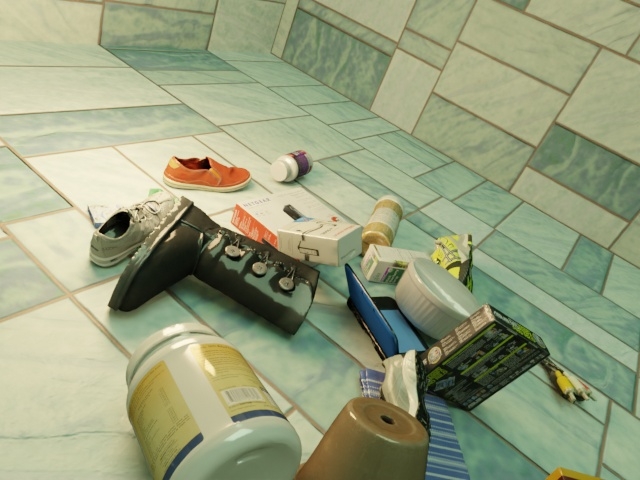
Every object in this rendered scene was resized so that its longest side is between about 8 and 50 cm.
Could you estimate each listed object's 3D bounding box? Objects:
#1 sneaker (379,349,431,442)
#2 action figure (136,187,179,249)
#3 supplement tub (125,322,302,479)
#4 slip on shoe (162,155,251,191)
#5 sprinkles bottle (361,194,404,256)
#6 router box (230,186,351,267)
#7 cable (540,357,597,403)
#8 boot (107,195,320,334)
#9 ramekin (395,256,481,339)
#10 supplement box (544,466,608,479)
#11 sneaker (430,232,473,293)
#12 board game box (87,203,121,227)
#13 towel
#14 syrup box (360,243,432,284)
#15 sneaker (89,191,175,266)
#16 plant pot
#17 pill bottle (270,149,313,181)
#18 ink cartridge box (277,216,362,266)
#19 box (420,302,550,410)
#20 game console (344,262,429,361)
[{"bbox_3d":[0.187,0.381,1.117,0.100,0.108,0.271,57,28,-38],"label":"sneaker"},{"bbox_3d":[-0.478,-0.052,1.424,0.137,0.063,0.232,21,38,-6],"label":"action figure"},{"bbox_3d":[-0.202,0.311,0.861,0.228,0.228,0.316,-2,27,-36],"label":"supplement tub"},{"bbox_3d":[-0.387,-0.242,1.742,0.331,0.101,0.123,-2,37,-38],"label":"slip on shoe"},{"bbox_3d":[0.233,-0.055,1.846,0.121,0.121,0.355,26,31,4],"label":"sprinkles bottle"},{"bbox_3d":[-0.079,-0.044,1.659,0.301,0.082,0.335,38,34,22],"label":"router box"},{"bbox_3d":[0.744,0.397,1.543,0.139,0.072,0.287,14,31,-26],"label":"cable"},{"bbox_3d":[-0.244,0.122,1.253,0.445,0.146,0.367,33,51,-10],"label":"boot"},{"bbox_3d":[0.350,0.185,1.507,0.273,0.127,0.273,31,23,-15],"label":"ramekin"},{"bbox_3d":[0.497,0.594,0.955,0.129,0.191,0.194,18,30,-9],"label":"supplement box"},{"bbox_3d":[0.475,0.108,1.785,0.147,0.145,0.384,-1,28,19],"label":"sneaker"},{"bbox_3d":[-0.608,-0.072,1.406,0.090,0.020,0.090,-5,40,-38],"label":"board game box"},{"bbox_3d":[0.214,0.455,1.143,0.243,0.040,0.336,17,33,-15],"label":"towel"},{"bbox_3d":[0.265,0.089,1.675,0.237,0.093,0.096,8,34,-24],"label":"syrup box"},{"bbox_3d":[-0.481,-0.049,1.294,0.105,0.115,0.281,31,49,6],"label":"sneaker"},{"bbox_3d":[0.076,0.407,0.844,0.263,0.229,0.263,19,7,-3],"label":"plant pot"},{"bbox_3d":[-0.120,-0.301,2.002,0.108,0.108,0.193,33,32,15],"label":"pill bottle"},{"bbox_3d":[0.000,0.000,1.408,0.203,0.086,0.148,9,21,29],"label":"ink cartridge box"},{"bbox_3d":[0.389,0.297,1.217,0.216,0.270,0.060,30,28,-23],"label":"box"},{"bbox_3d":[0.199,0.212,1.364,0.250,0.173,0.293,2,37,-31],"label":"game console"}]
